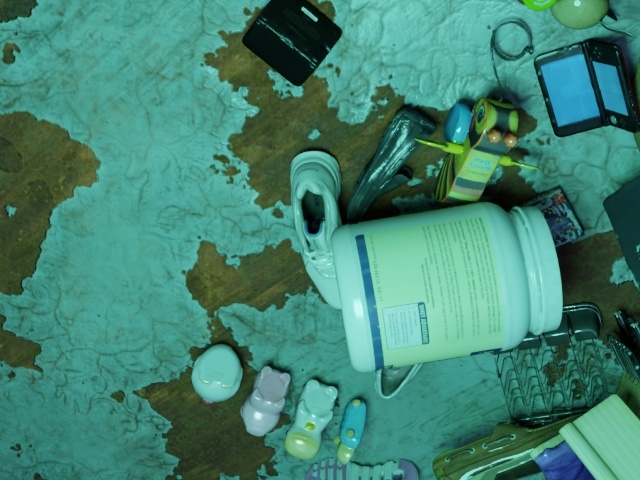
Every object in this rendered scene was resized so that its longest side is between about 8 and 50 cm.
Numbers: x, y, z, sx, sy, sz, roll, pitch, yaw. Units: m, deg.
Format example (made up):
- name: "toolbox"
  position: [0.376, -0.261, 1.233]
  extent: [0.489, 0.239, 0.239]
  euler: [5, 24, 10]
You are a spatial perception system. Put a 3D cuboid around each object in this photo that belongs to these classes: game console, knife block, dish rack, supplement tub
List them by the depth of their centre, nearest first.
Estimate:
- name: "game console"
  position: [0.406, -0.223, 1.327]
  extent: [0.085, 0.124, 0.144]
  euler: [-27, 114, -6]
- name: "supplement tub"
  position: [0.190, 0.068, 1.364]
  extent: [0.324, 0.235, 0.236]
  euler: [-9, 117, 1]
- name: "game console"
  position: [-0.046, -0.326, 1.393]
  extent: [0.122, 0.071, 0.107]
  euler: [37, 89, -11]
- name: "knife block"
  position: [0.621, 0.220, 1.510]
  extent: [0.275, 0.088, 0.242]
  euler: [19, 101, -12]
- name: "dish rack"
  position: [0.427, 0.256, 1.595]
  extent: [0.208, 0.074, 0.272]
  euler: [-11, 118, 18]

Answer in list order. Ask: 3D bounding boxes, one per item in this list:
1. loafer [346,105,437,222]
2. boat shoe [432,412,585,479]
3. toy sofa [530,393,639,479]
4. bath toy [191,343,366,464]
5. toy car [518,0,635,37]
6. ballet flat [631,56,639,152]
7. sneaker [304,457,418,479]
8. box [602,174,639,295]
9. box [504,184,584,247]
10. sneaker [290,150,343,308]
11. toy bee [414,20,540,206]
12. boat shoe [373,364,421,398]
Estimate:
- name: "loafer"
  position: [0.114, -0.114, 1.443]
  extent: [0.078, 0.076, 0.223]
  euler: [30, 116, 2]
- name: "boat shoe"
  position: [0.347, 0.371, 1.567]
  extent: [0.307, 0.104, 0.111]
  euler: [-25, 143, -1]
- name: "toy sofa"
  position: [0.494, 0.427, 1.513]
  extent: [0.177, 0.150, 0.363]
  euler: [-33, 144, -3]
- name: "bath toy"
  position: [-0.091, 0.323, 1.701]
  extent: [0.348, 0.152, 0.129]
  euler: [23, 155, -2]
- name: "toy car"
  position: [0.372, -0.358, 1.225]
  extent: [0.188, 0.155, 0.149]
  euler: [34, 120, -20]
- name: "ballet flat"
  position: [0.523, -0.244, 1.268]
  extent: [0.116, 0.124, 0.343]
  euler: [4, 119, 9]
- name: "sneaker"
  position: [0.084, 0.513, 1.791]
  extent: [0.236, 0.095, 0.105]
  euler: [-1, 126, 10]
- name: "box"
  position: [0.689, 0.138, 1.211]
  extent: [0.297, 0.472, 0.480]
  euler: [-36, 116, 27]
- name: "box"
  position: [0.363, -0.023, 1.475]
  extent: [0.137, 0.027, 0.094]
  euler: [-27, 110, 23]
- name: "sneaker"
  position: [0.000, 0.000, 1.498]
  extent: [0.110, 0.129, 0.297]
  euler: [-10, 117, 14]
- name: "toy bee"
  position: [0.242, -0.159, 1.337]
  extent: [0.195, 0.162, 0.298]
  euler: [-5, 124, 3]
- name: "boat shoe"
  position: [0.173, 0.139, 1.555]
  extent: [0.118, 0.103, 0.321]
  euler: [23, 118, -3]
